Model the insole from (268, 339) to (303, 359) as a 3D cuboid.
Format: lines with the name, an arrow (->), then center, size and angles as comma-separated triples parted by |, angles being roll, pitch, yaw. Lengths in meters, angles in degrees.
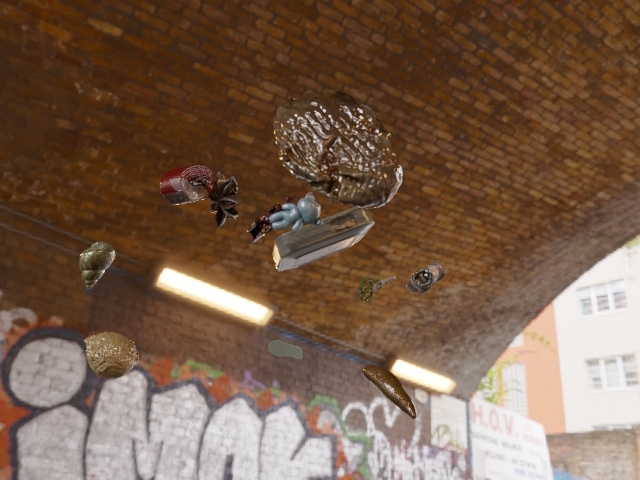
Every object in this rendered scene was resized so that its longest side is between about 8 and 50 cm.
insole -> -0.104, 0.322, 1.817 | 0.152, 0.053, 0.002 | 5, 11, 44

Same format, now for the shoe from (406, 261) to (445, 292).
shoe -> 0.408, 0.158, 2.469 | 0.180, 0.089, 0.092 | -39, -15, 33

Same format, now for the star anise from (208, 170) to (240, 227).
star anise -> -0.357, -0.159, 2.287 | 0.073, 0.197, 0.212 | -9, -6, -37

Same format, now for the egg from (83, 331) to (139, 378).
egg -> -0.530, 0.289, 1.567 | 0.140, 0.116, 0.118 | 13, -33, 20

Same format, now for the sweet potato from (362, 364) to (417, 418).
sweet potato -> 0.228, 0.465, 1.951 | 0.243, 0.077, 0.077 | 34, 0, 44

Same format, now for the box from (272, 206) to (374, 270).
box -> 0.001, 0.001, 2.521 | 0.395, 0.111, 0.396 | -20, -10, -9

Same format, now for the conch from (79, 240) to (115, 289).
conch -> -0.886, 0.085, 2.428 | 0.173, 0.106, 0.116 | -40, -60, 7

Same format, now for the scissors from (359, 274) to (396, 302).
scissors -> 0.241, 0.186, 2.605 | 0.204, 0.101, 0.027 | -23, 34, -34

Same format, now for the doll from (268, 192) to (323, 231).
doll -> -0.084, -0.087, 2.144 | 0.179, 0.120, 0.075 | -19, 4, 8

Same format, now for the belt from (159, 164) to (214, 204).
belt -> -0.467, -0.202, 2.210 | 0.124, 0.128, 0.201 | -7, 11, 29

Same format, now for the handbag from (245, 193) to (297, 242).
handbag -> -0.188, -0.087, 2.426 | 0.074, 0.203, 0.216 | 52, -22, -1

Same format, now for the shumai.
shumai -> 0.042, -0.179, 1.440 | 0.346, 0.217, 0.283 | 38, -9, 17
